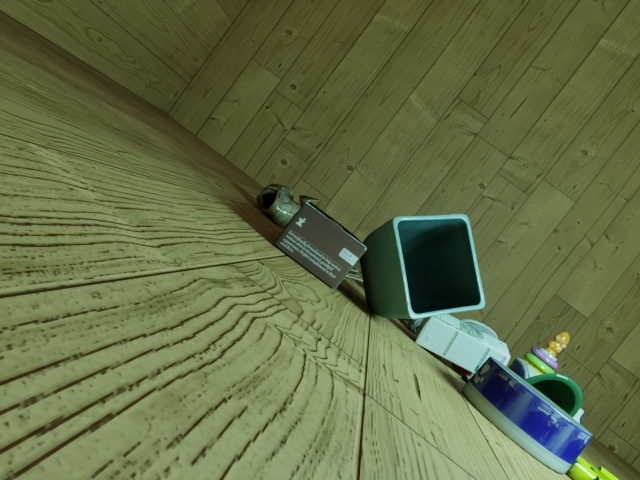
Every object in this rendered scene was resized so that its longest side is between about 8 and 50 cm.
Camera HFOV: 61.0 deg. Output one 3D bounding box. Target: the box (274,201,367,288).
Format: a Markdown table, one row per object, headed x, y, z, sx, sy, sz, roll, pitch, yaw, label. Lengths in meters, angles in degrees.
| x | y | z | sx | sy | sz | roll | pitch | yaw | label |
| --- | --- | --- | --- | --- | --- | --- | --- | --- | --- |
| 0.000 | 0.000 | 1.480 | 0.191 | 0.143 | 0.381 | 37 | 2 | -2 | box |

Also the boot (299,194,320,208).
| x | y | z | sx | sy | sz | roll | pitch | yaw | label |
| --- | --- | --- | --- | --- | --- | --- | --- | --- | --- |
| -0.048 | -0.078 | 1.932 | 0.073 | 0.152 | 0.197 | 15 | 1 | 10 | boot |

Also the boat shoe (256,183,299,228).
| x | y | z | sx | sy | sz | roll | pitch | yaw | label |
| --- | --- | --- | --- | --- | --- | --- | --- | --- | --- |
| -0.166 | -0.151 | 1.950 | 0.110 | 0.121 | 0.341 | 36 | 5 | -25 | boat shoe |

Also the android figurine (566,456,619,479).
| x | y | z | sx | sy | sz | roll | pitch | yaw | label |
| --- | --- | --- | --- | --- | --- | --- | --- | --- | --- |
| 0.655 | 0.567 | 1.170 | 0.273 | 0.056 | 0.248 | 36 | 3 | 22 | android figurine |

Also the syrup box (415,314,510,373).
| x | y | z | sx | sy | sz | roll | pitch | yaw | label |
| --- | --- | --- | --- | --- | --- | --- | --- | --- | --- |
| 0.388 | 0.283 | 1.491 | 0.237 | 0.096 | 0.093 | 28 | 16 | 5 | syrup box |

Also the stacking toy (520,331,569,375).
| x | y | z | sx | sy | sz | roll | pitch | yaw | label |
| --- | --- | --- | --- | --- | --- | --- | --- | --- | --- |
| 0.760 | 0.436 | 1.892 | 0.175 | 0.302 | 0.166 | 34 | 5 | -33 | stacking toy |

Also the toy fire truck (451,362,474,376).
| x | y | z | sx | sy | sz | roll | pitch | yaw | label |
| --- | --- | --- | --- | --- | --- | --- | --- | --- | --- |
| 0.451 | 0.386 | 1.583 | 0.135 | 0.047 | 0.192 | 38 | 3 | 12 | toy fire truck |

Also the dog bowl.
| x | y | z | sx | sy | sz | roll | pitch | yaw | label |
| --- | --- | --- | --- | --- | --- | --- | --- | --- | --- |
| 0.454 | 0.380 | 1.205 | 0.265 | 0.104 | 0.265 | 37 | 4 | -3 | dog bowl |

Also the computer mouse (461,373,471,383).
| x | y | z | sx | sy | sz | roll | pitch | yaw | label |
| --- | --- | --- | --- | --- | --- | --- | --- | --- | --- |
| 0.463 | 0.414 | 1.379 | 0.242 | 0.041 | 0.071 | 38 | 4 | 25 | computer mouse |

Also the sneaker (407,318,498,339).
| x | y | z | sx | sy | sz | roll | pitch | yaw | label |
| --- | --- | --- | --- | --- | --- | --- | --- | --- | --- |
| 0.401 | 0.297 | 1.672 | 0.281 | 0.105 | 0.115 | 12 | 15 | 11 | sneaker |

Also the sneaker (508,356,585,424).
| x | y | z | sx | sy | sz | roll | pitch | yaw | label |
| --- | --- | --- | --- | --- | --- | --- | --- | --- | --- |
| 0.697 | 0.514 | 1.681 | 0.182 | 0.127 | 0.315 | 31 | 12 | -18 | sneaker |

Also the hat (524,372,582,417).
| x | y | z | sx | sy | sz | roll | pitch | yaw | label |
| --- | --- | --- | --- | --- | --- | --- | --- | --- | --- |
| 0.598 | 0.405 | 1.526 | 0.173 | 0.208 | 0.183 | 62 | 15 | -14 | hat |

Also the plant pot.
| x | y | z | sx | sy | sz | roll | pitch | yaw | label |
| --- | --- | --- | --- | --- | --- | --- | --- | --- | --- |
| 0.237 | 0.084 | 1.437 | 0.248 | 0.247 | 0.252 | -3 | -11 | -29 | plant pot |

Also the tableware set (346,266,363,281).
| x | y | z | sx | sy | sz | roll | pitch | yaw | label |
| --- | --- | --- | --- | --- | --- | --- | --- | --- | --- |
| 0.145 | 0.107 | 1.875 | 0.194 | 0.039 | 0.128 | 17 | 10 | -20 | tableware set |
